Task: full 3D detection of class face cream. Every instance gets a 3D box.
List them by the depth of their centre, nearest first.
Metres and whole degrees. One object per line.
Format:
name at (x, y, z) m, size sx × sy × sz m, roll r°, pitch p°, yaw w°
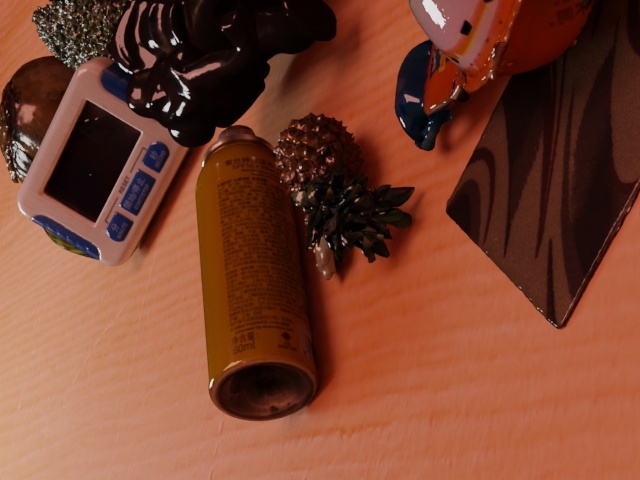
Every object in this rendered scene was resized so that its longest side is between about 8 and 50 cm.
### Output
face cream at (-0.072, 0.013, 1.306) m, size 0.105 × 0.105 × 0.348 m, roll -51°, pitch 34°, yaw 37°

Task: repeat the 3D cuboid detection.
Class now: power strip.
power strip at (0.000, 0.000, 1.239) m, size 0.055 × 0.035 × 0.083 m, roll 79°, pitch -170°, yaw -45°

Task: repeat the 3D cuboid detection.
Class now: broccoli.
broccoli at (-0.258, -0.358, 1.811) m, size 0.252 × 0.221 × 0.361 m, roll -49°, pitch 23°, yaw 27°

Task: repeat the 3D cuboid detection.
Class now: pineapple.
pineapple at (0.014, -0.058, 1.204) m, size 0.221 × 0.103 × 0.083 m, roll -115°, pitch 25°, yaw -58°

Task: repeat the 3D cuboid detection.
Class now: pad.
pad at (0.205, -0.121, 0.962) m, size 0.330 × 0.004 × 0.220 m, roll -65°, pitch 27°, yaw 16°

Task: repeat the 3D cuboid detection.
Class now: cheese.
cheese at (0.128, -0.192, 1.009) m, size 0.329 × 0.129 × 0.217 m, roll 117°, pitch 164°, yaw -61°

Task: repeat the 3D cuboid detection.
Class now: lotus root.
lotus root at (-0.419, -0.179, 2.028) m, size 0.272 × 0.192 × 0.272 m, roll -26°, pitch 60°, yaw 54°

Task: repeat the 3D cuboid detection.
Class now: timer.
timer at (-0.283, -0.106, 1.715) m, size 0.253 × 0.178 × 0.078 m, roll -58°, pitch 1°, yaw 26°

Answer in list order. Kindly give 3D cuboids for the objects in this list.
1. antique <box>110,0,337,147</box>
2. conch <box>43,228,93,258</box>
antique at (-0.098, -0.262, 1.428) m, size 0.255 × 0.185 × 0.322 m, roll -37°, pitch 30°, yaw 39°
conch at (-0.347, -0.076, 1.874) m, size 0.187 × 0.124 × 0.181 m, roll 153°, pitch 132°, yaw -66°
